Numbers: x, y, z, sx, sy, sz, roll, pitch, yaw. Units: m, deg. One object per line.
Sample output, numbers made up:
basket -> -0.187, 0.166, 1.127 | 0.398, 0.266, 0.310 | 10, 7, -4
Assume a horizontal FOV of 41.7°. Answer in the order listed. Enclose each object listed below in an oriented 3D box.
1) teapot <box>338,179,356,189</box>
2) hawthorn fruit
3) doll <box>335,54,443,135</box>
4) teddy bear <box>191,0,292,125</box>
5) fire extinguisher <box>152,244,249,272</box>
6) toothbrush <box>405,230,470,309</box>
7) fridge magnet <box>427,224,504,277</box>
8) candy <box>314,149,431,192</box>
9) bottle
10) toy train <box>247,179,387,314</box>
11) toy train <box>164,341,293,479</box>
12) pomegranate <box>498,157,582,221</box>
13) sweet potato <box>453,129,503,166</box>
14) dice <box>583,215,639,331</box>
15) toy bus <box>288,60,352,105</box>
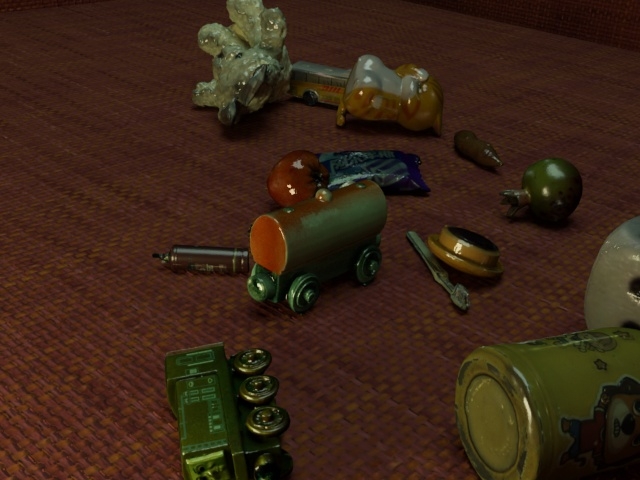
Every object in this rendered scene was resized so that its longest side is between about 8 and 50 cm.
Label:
teapot -> 0.075, -0.077, 1.650 | 0.083, 0.057, 0.067 | 31, 33, 34
hawthorn fruit -> -0.045, -0.106, 1.637 | 0.125, 0.140, 0.125 | 37, 23, -19
doll -> 0.183, -0.363, 2.111 | 0.269, 0.162, 0.167 | 10, 59, 2
teddy bear -> -0.224, -0.466, 2.129 | 0.375, 0.327, 0.362 | 54, 23, 9
fire extinguisher -> -0.198, 0.030, 1.409 | 0.158, 0.043, 0.064 | 4, -4, -1
toothbrush -> 0.199, 0.045, 1.454 | 0.026, 0.028, 0.294 | -1, 22, -13
fridge magnet -> 0.253, 0.019, 1.453 | 0.143, 0.063, 0.143 | 20, 16, -6
candy -> 0.099, -0.143, 1.777 | 0.275, 0.070, 0.145 | -1, 35, -15
bottle -> 0.353, 0.186, 1.018 | 0.351, 0.172, 0.171 | -7, 28, -20
toy train -> 0.000, 0.000, 1.345 | 0.116, 0.177, 0.285 | 26, 33, 37
toy train -> -0.112, 0.211, 1.010 | 0.137, 0.090, 0.225 | -9, 28, -9
pomegranate -> 0.443, -0.092, 1.660 | 0.159, 0.129, 0.129 | -34, 42, -24
sweet potato -> 0.362, -0.215, 1.969 | 0.065, 0.051, 0.218 | -3, 27, -18
dice -> 0.518, 0.080, 1.237 | 0.193, 0.192, 0.194 | -18, 35, -35
toy bus -> 0.042, -0.413, 2.268 | 0.268, 0.106, 0.092 | 16, 31, 21
